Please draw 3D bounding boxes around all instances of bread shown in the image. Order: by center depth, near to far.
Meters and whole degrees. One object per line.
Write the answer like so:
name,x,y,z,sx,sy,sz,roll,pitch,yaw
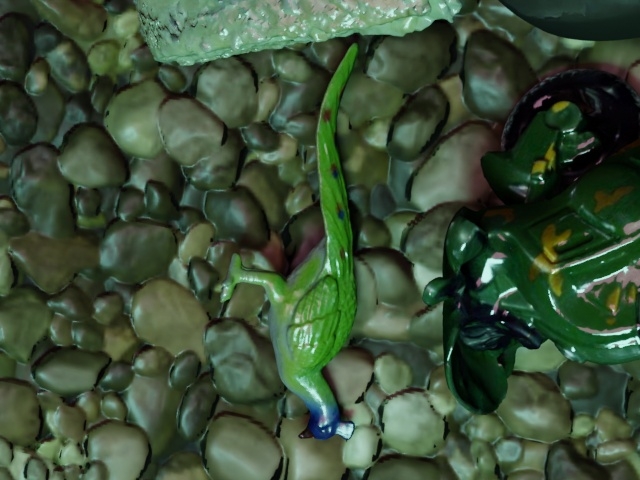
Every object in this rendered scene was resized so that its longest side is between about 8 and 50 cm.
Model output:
bread,-0.001,-0.164,0.998,0.172,0.064,0.232,43,106,14

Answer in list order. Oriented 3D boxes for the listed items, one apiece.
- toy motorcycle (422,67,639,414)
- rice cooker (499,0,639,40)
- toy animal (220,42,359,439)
toy motorcycle,0.162,0.032,0.907,0.274,0.125,0.187,34,83,36
rice cooker,0.165,-0.173,0.913,0.203,0.118,0.142,-19,87,22
toy animal,-0.017,0.001,1.020,0.075,0.041,0.217,1,92,-3
